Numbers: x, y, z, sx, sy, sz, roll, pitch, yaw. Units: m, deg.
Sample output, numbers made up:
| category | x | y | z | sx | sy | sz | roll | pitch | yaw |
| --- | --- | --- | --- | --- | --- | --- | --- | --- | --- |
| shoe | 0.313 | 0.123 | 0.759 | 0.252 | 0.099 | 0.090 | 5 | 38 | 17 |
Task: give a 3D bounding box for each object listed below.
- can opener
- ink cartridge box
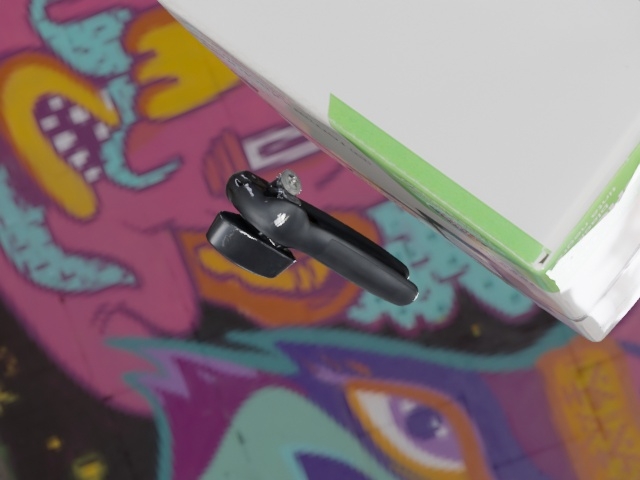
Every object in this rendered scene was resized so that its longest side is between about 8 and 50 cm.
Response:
| category | x | y | z | sx | sy | sz | roll | pitch | yaw |
| --- | --- | --- | --- | --- | --- | --- | --- | --- | --- |
| can opener | 0.000 | 0.000 | 1.228 | 0.186 | 0.073 | 0.059 | 23 | 34 | -35 |
| ink cartridge box | 0.071 | -0.064 | 0.750 | 0.198 | 0.114 | 0.273 | 37 | 1 | 17 |
